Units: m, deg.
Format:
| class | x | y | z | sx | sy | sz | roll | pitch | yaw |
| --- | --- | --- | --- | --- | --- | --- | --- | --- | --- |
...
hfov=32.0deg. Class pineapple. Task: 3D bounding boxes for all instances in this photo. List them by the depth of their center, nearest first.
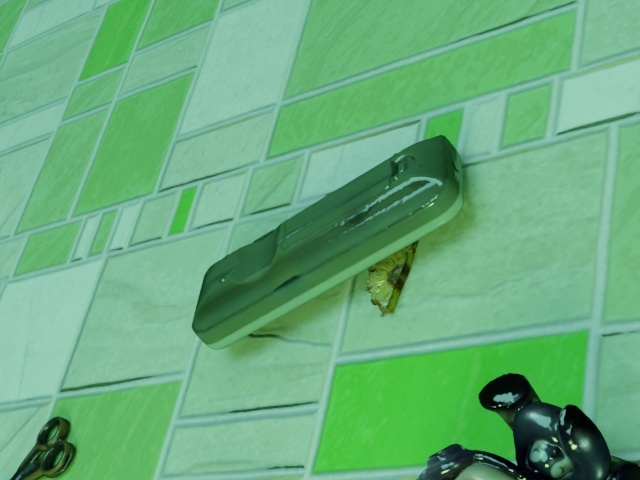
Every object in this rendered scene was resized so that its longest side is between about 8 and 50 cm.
| class | x | y | z | sx | sy | sz | roll | pitch | yaw |
| --- | --- | --- | --- | --- | --- | --- | --- | --- | --- |
| pineapple | 0.069 | 0.038 | 1.145 | 0.045 | 0.019 | 0.083 | 0 | 58 | 37 |

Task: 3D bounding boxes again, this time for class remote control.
| class | x | y | z | sx | sy | sz | roll | pitch | yaw |
| --- | --- | --- | --- | --- | --- | --- | --- | --- | --- |
| remote control | 0.000 | 0.000 | 1.192 | 0.335 | 0.065 | 0.128 | -31 | 29 | 22 |

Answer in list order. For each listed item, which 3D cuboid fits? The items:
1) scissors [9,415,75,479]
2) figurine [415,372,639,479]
| class | x | y | z | sx | sy | sz | roll | pitch | yaw |
| --- | --- | --- | --- | --- | --- | --- | --- | --- | --- |
| scissors | -0.383 | 0.305 | 1.359 | 0.220 | 0.017 | 0.088 | -42 | 39 | 9 |
| figurine | 0.124 | 0.221 | 0.857 | 0.222 | 0.145 | 0.145 | -46 | 37 | -11 |
